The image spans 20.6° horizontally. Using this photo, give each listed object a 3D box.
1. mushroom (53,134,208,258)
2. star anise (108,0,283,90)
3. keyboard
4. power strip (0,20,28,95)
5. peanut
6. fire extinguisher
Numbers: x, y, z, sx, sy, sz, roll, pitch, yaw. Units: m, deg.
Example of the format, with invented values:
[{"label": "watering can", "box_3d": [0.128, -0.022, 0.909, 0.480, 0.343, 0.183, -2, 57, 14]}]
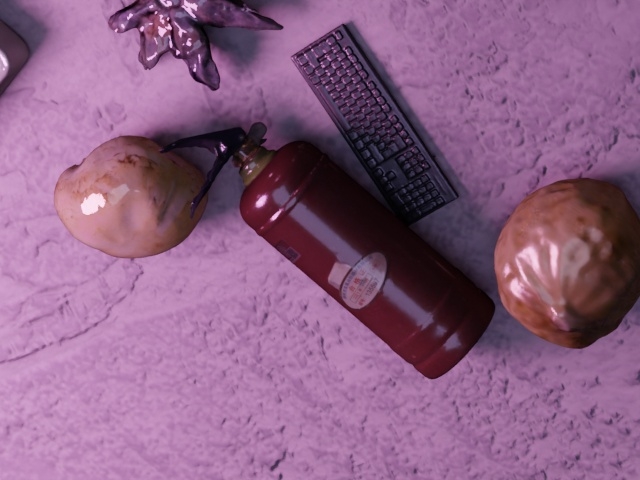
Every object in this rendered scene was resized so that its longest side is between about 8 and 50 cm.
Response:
[{"label": "mushroom", "box_3d": [-0.182, -0.042, 1.694, 0.148, 0.112, 0.148, -13, 149, -8]}, {"label": "star anise", "box_3d": [-0.131, -0.234, 1.642, 0.180, 0.061, 0.205, -5, 109, 11]}, {"label": "keyboard", "box_3d": [0.053, -0.109, 1.686, 0.067, 0.011, 0.202, -30, 102, 19]}, {"label": "power strip", "box_3d": [-0.435, -0.073, 1.751, 0.091, 0.062, 0.385, 41, 110, -4]}, {"label": "peanut", "box_3d": [0.237, 0.017, 1.654, 0.140, 0.109, 0.159, 27, 100, -13]}, {"label": "fire extinguisher", "box_3d": [0.000, 0.000, 1.671, 0.344, 0.138, 0.102, 40, 153, -7]}]
